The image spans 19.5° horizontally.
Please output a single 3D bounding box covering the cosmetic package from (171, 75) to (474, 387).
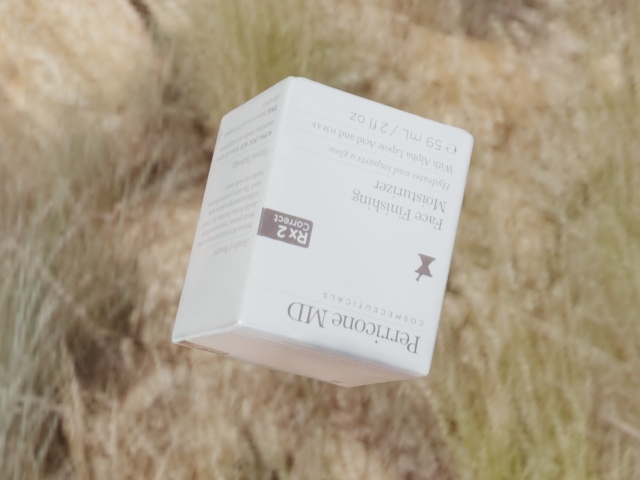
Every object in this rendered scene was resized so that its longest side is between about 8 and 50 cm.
[{"bbox_3d":[0.000,0.000,1.354,0.151,0.151,0.184,15,76,-20],"label":"cosmetic package"}]
